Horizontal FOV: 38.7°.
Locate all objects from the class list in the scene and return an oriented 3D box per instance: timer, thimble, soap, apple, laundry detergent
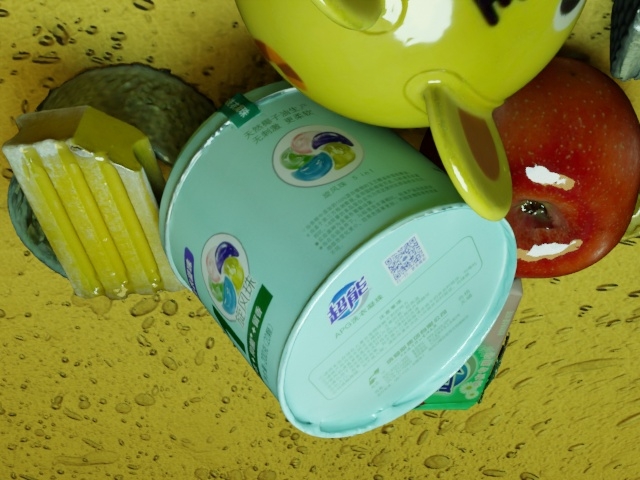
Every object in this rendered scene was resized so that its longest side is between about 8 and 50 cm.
[{"bbox_3d":[0.083,-0.241,0.802,0.376,0.387,0.376,3,136,3],"label":"timer"},{"bbox_3d":[-0.247,-0.070,1.146,0.271,0.150,0.271,2,133,2],"label":"thimble"},{"bbox_3d":[0.177,0.134,1.340,0.218,0.098,0.273,3,133,-9],"label":"soap"},{"bbox_3d":[-0.242,-0.038,1.023,0.140,0.073,0.232,-7,132,8],"label":"soap"},{"bbox_3d":[0.241,-0.082,1.060,0.260,0.216,0.260,4,131,4],"label":"apple"},{"bbox_3d":[0.000,0.000,0.965,0.287,0.305,0.287,-24,137,-24],"label":"laundry detergent"}]

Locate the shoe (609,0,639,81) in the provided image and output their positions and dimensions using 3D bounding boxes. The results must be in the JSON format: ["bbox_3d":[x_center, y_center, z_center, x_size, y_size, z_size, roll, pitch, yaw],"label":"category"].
[{"bbox_3d":[0.411,-0.281,0.889,0.171,0.132,0.336,14,143,-3],"label":"shoe"}]

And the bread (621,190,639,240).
[{"bbox_3d":[0.383,-0.038,1.181,0.367,0.077,0.084,-19,146,21],"label":"bread"}]
